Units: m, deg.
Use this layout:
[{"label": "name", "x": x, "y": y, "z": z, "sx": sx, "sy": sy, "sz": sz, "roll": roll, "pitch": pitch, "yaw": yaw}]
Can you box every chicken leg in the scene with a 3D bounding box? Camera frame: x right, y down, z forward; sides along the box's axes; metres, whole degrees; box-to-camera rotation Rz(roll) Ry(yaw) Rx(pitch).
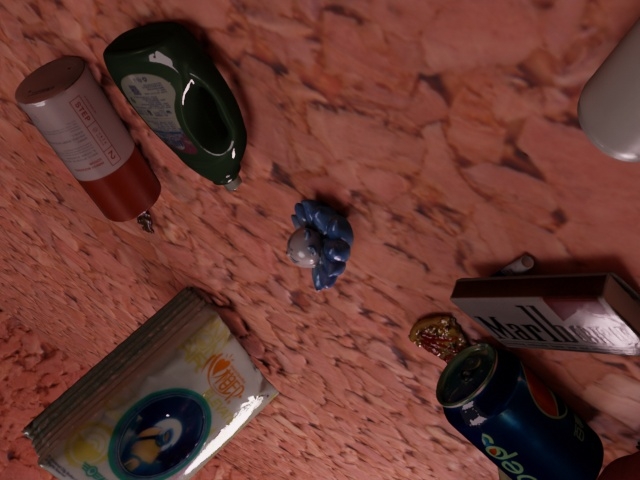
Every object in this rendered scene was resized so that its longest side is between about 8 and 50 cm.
[{"label": "chicken leg", "x": -0.290, "y": -0.040, "z": 1.114, "sx": 0.036, "sy": 0.021, "sz": 0.083, "roll": 30, "pitch": 153, "yaw": 31}]

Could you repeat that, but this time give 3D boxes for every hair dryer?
[{"label": "hair dryer", "x": 0.288, "y": -0.071, "z": 0.399, "sx": 0.236, "sy": 0.073, "sz": 0.131, "roll": 24, "pitch": 153, "yaw": 2}]

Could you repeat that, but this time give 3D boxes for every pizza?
[{"label": "pizza", "x": 0.154, "y": 0.127, "z": 0.871, "sx": 0.100, "sy": 0.029, "sz": 0.099, "roll": 23, "pitch": 149, "yaw": 23}]

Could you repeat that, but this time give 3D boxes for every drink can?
[{"label": "drink can", "x": 0.242, "y": 0.224, "z": 0.831, "sx": 0.205, "sy": 0.118, "sz": 0.118, "roll": 41, "pitch": 152, "yaw": -14}]

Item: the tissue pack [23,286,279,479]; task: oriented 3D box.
[{"label": "tissue pack", "x": -0.304, "y": 0.318, "z": 1.275, "sx": 0.162, "sy": 0.388, "sz": 0.287, "roll": 30, "pitch": 156, "yaw": 46}]

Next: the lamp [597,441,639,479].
[{"label": "lamp", "x": 0.398, "y": 0.297, "z": 0.762, "sx": 0.181, "sy": 0.140, "sz": 0.182, "roll": 8, "pitch": 142, "yaw": 6}]

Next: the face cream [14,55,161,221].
[{"label": "face cream", "x": -0.303, "y": -0.129, "z": 0.909, "sx": 0.095, "sy": 0.096, "sz": 0.214, "roll": 16, "pitch": 147, "yaw": 33}]

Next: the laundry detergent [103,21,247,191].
[{"label": "laundry detergent", "x": -0.139, "y": -0.136, "z": 0.754, "sx": 0.137, "sy": 0.063, "sz": 0.211, "roll": 3, "pitch": 139, "yaw": 36}]

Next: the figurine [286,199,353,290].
[{"label": "figurine", "x": 0.000, "y": 0.000, "z": 0.791, "sx": 0.114, "sy": 0.079, "sz": 0.114, "roll": 173, "pitch": 90, "yaw": -74}]

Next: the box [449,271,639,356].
[{"label": "box", "x": 0.233, "y": 0.074, "z": 0.683, "sx": 0.115, "sy": 0.036, "sz": 0.177, "roll": 39, "pitch": 153, "yaw": -29}]

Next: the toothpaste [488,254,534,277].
[{"label": "toothpaste", "x": 0.196, "y": 0.036, "z": 0.702, "sx": 0.024, "sy": 0.015, "sz": 0.083, "roll": 41, "pitch": 158, "yaw": 5}]

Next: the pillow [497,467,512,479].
[{"label": "pillow", "x": 0.402, "y": 0.412, "z": 0.991, "sx": 0.302, "sy": 0.075, "sz": 0.185, "roll": 20, "pitch": 146, "yaw": 32}]
